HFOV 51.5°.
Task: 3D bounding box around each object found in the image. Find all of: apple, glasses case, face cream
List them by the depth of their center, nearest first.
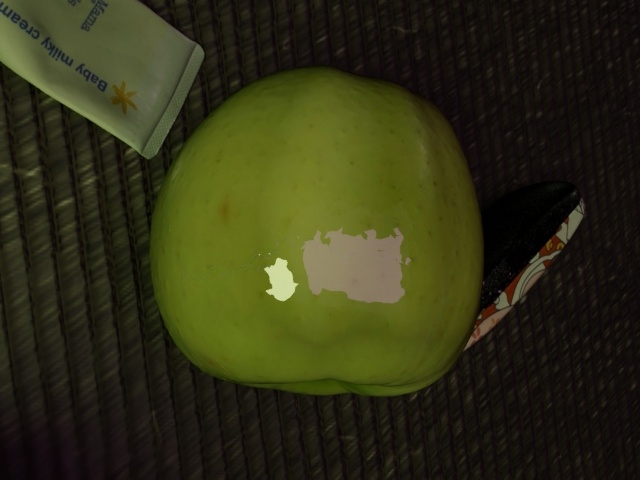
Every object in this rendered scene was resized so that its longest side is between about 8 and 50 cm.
[{"bbox_3d":[-0.196,-0.167,0.512,0.224,0.070,0.114,32,73,-34],"label":"face cream"},{"bbox_3d":[0.000,0.000,0.522,0.279,0.279,0.280,1,88,-30],"label":"apple"},{"bbox_3d":[0.174,0.025,0.686,0.266,0.103,0.067,-40,109,-24],"label":"glasses case"}]
